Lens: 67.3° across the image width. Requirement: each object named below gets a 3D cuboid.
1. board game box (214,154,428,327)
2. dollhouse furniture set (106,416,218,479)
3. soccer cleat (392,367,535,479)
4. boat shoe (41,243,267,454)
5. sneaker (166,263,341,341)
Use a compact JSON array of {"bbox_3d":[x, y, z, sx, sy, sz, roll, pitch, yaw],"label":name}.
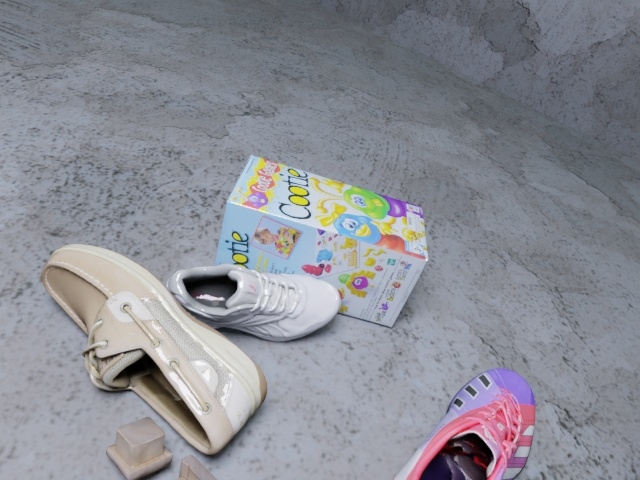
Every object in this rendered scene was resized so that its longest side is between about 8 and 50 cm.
[{"bbox_3d":[0.000,0.000,0.719,0.276,0.144,0.142,17,36,-5],"label":"board game box"},{"bbox_3d":[-0.162,0.316,0.290,0.356,0.173,0.303,22,18,40],"label":"dollhouse furniture set"},{"bbox_3d":[0.177,0.226,0.532,0.109,0.116,0.318,39,41,25],"label":"soccer cleat"},{"bbox_3d":[-0.204,0.110,0.524,0.302,0.109,0.098,34,38,10],"label":"boat shoe"},{"bbox_3d":[-0.080,0.075,0.599,0.233,0.115,0.090,2,71,-14],"label":"sneaker"}]
